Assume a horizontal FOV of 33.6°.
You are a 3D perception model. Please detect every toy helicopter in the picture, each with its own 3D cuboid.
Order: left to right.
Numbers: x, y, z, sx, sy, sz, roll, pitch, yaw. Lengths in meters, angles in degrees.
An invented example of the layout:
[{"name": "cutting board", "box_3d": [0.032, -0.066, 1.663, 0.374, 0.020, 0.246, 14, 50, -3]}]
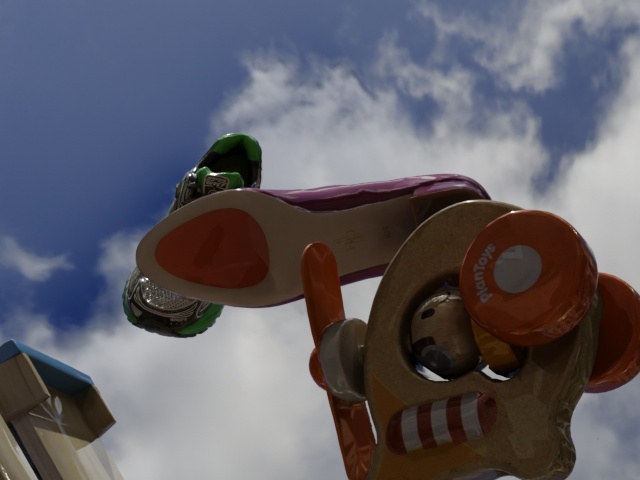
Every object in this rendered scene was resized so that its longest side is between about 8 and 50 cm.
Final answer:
[{"name": "toy helicopter", "box_3d": [0.056, 0.136, 0.719, 0.234, 0.140, 0.355, 14, -103, 40]}]

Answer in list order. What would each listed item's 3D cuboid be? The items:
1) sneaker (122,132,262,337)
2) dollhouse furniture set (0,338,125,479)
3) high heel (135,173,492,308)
[{"name": "sneaker", "box_3d": [-0.168, -0.016, 1.407, 0.134, 0.146, 0.344, 15, -132, 3]}, {"name": "dollhouse furniture set", "box_3d": [-0.200, 0.232, 0.658, 0.198, 0.303, 0.286, -36, -109, -1]}, {"name": "high heel", "box_3d": [0.000, 0.000, 1.143, 0.377, 0.181, 0.127, -4, -89, 7]}]
